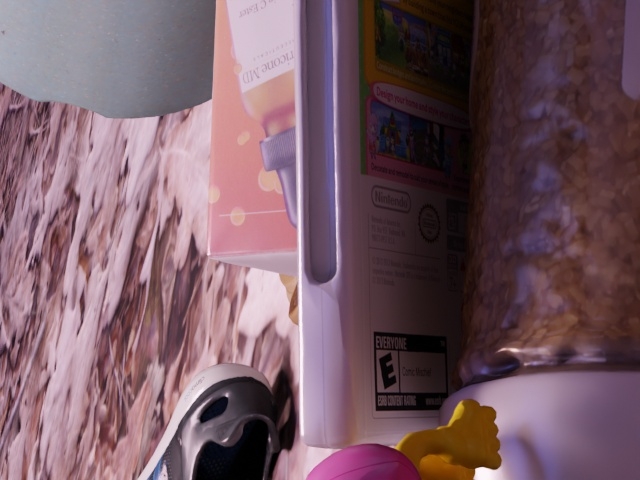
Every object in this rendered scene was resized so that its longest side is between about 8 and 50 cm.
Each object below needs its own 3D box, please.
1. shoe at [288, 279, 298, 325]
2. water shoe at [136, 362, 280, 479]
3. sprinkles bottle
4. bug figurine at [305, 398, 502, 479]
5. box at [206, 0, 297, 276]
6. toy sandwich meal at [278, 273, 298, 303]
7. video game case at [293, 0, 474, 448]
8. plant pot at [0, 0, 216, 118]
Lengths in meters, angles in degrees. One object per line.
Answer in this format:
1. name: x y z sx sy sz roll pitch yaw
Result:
1. shoe: 0.048 -0.044 0.889 0.076 0.058 0.219 -71 4 -63
2. water shoe: -0.080 0.173 1.125 0.080 0.073 0.203 -114 37 -57
3. sprinkles bottle: 0.107 -0.068 0.598 0.121 0.121 0.355 143 134 -65
4. bug figurine: -0.009 0.167 0.486 0.279 0.072 0.216 -96 28 -46
5. box: 0.030 -0.073 0.775 0.130 0.091 0.170 -5 79 35
6. toy sandwich meal: 0.000 0.000 1.046 0.085 0.029 0.086 -165 90 -73
7. video game case: 0.048 -0.026 0.640 0.023 0.212 0.193 -4 84 28
8. plant pot: -0.109 -0.263 1.085 0.334 0.341 0.341 113 159 -57
